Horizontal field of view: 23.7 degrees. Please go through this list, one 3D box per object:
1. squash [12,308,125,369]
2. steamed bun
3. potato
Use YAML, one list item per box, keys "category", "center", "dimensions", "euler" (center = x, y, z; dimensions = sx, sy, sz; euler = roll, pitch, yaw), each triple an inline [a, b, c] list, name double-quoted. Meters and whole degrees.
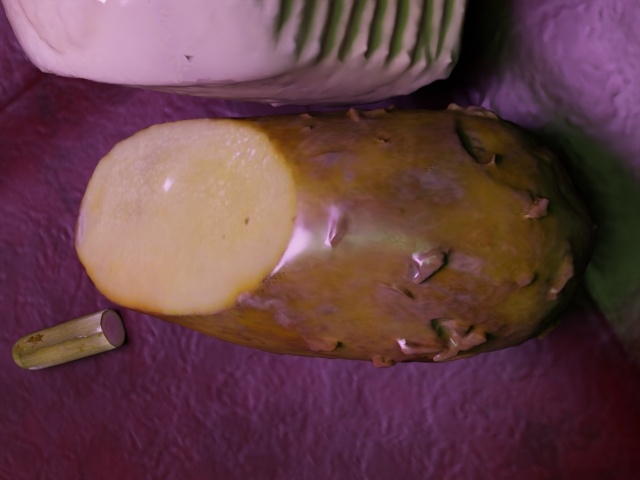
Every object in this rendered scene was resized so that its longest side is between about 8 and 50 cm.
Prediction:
- category: "squash"
  center: [-0.170, 0.067, 1.003]
  dimensions: [0.083, 0.027, 0.028]
  euler: [-18, 92, 26]
- category: "steamed bun"
  center: [-0.083, -0.206, 0.814]
  dimensions: [0.272, 0.273, 0.291]
  euler: [-4, 94, 41]
- category: "potato"
  center: [0.000, 0.000, 0.829]
  dimensions: [0.298, 0.176, 0.141]
  euler: [-2, 72, 21]
